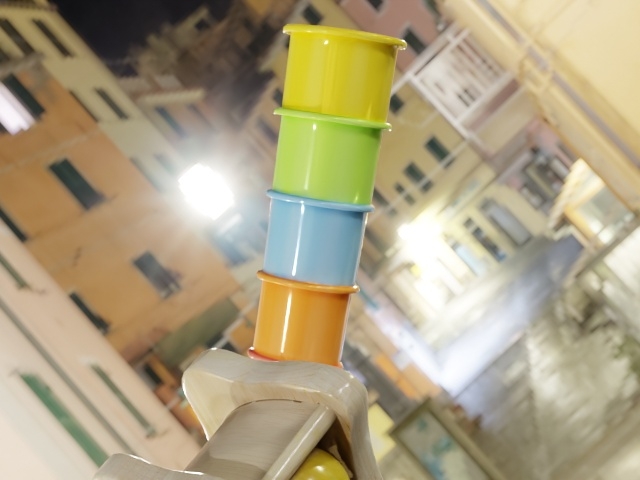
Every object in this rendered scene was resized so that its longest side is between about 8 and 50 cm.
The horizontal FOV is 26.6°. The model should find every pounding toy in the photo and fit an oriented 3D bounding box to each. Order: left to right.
[{"bbox_3d":[-0.017,0.188,0.594,0.155,0.154,0.270,-49,-37,-31],"label":"pounding toy"}]

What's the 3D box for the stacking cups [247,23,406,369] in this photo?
[{"bbox_3d":[0.000,0.000,1.024,0.096,0.096,0.316,-8,-75,-78],"label":"stacking cups"}]
